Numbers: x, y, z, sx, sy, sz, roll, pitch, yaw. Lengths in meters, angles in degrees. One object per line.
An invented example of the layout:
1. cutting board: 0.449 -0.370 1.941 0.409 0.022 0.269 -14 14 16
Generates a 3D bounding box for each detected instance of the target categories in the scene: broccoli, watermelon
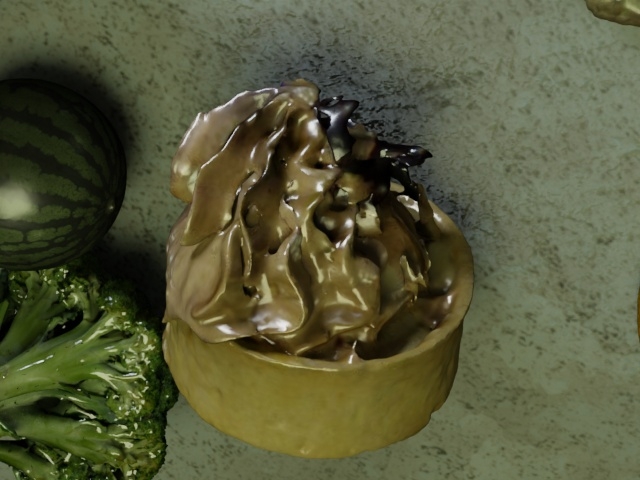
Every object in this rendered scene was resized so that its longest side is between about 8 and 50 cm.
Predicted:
1. broccoli: -0.309 0.148 2.165 0.304 0.283 0.321 40 124 27
2. watermelon: -0.308 -0.068 2.049 0.212 0.212 0.212 8 126 12

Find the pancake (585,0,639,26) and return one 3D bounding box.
1. pancake: 0.284 -0.293 1.793 0.236 0.042 0.222 26 140 5

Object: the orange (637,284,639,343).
1. orange: 0.457 0.074 1.984 0.274 0.274 0.310 20 159 3

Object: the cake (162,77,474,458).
1. cake: 0.002 0.006 1.931 0.332 0.332 0.321 12 131 9
